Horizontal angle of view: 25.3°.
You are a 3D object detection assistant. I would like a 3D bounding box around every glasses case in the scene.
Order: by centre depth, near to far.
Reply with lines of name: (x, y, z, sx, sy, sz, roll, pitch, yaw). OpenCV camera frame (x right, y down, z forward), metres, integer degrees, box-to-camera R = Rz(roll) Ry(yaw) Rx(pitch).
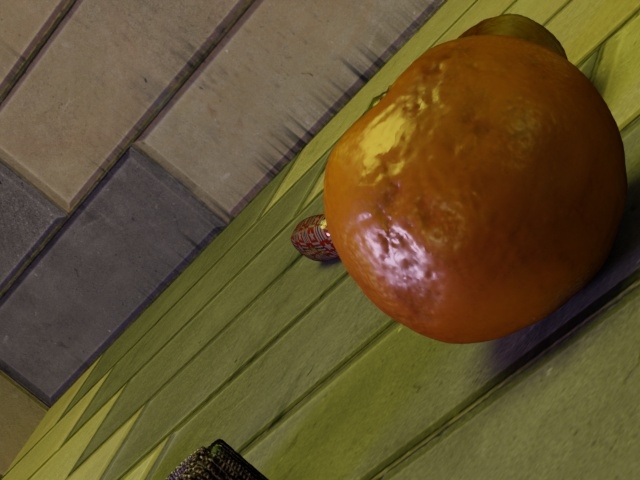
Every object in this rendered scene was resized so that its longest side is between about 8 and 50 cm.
glasses case: (0.000, 0.000, 2.163, 0.049, 0.073, 0.194, -61, 11, -13)

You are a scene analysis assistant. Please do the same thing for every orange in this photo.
orange: (0.131, -0.043, 1.197, 0.261, 0.261, 0.261, -49, 9, 10)

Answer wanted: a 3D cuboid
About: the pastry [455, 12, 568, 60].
pastry: (0.148, -0.104, 1.617, 0.356, 0.164, 0.356, -48, 4, 4)

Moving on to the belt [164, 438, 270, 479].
belt: (-0.184, 0.355, 1.472, 0.325, 0.122, 0.260, -48, 5, 17)
